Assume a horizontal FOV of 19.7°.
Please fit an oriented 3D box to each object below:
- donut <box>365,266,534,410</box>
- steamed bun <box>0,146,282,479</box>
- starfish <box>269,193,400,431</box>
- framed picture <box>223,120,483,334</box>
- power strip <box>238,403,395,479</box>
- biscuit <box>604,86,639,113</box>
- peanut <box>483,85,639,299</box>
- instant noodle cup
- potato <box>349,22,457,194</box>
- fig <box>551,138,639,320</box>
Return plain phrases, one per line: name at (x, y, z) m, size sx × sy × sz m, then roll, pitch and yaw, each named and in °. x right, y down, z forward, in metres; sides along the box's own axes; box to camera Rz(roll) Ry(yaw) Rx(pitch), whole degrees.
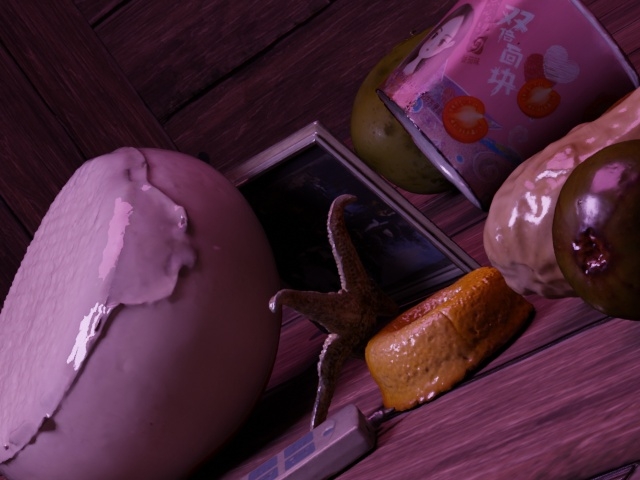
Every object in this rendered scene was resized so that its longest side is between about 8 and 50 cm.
donut at (0.102, 0.077, 1.515) m, size 0.152 × 0.058 × 0.152 m, roll -33°, pitch 5°, yaw 3°
steamed bun at (-0.174, 0.096, 1.820) m, size 0.374 × 0.241 × 0.374 m, roll -46°, pitch 31°, yaw 38°
starfish at (0.021, 0.072, 1.547) m, size 0.050 × 0.216 × 0.223 m, roll 12°, pitch -3°, yaw 34°
framed picture at (0.000, 0.000, 1.877) m, size 0.296 × 0.232 × 0.019 m, roll -27°, pitch 27°, yaw 55°
power strip at (-0.036, 0.195, 1.471) m, size 0.227 × 0.029 × 0.080 m, roll -35°, pitch 6°, yaw 2°
biscuit at (0.374, -0.147, 1.795) m, size 0.202 × 0.047 × 0.334 m, roll -41°, pitch 6°, yaw -39°
peanut at (0.255, -0.055, 1.382) m, size 0.290 × 0.130 × 0.130 m, roll -35°, pitch 6°, yaw 6°
instant noodle cup at (0.208, -0.181, 2.122) m, size 0.231 × 0.243 × 0.243 m, roll -42°, pitch 6°, yaw 0°
potato at (0.178, -0.177, 2.348) m, size 0.304 × 0.215 × 0.216 m, roll -23°, pitch 11°, yaw 22°
fig at (0.261, -0.029, 1.276) m, size 0.236 × 0.124 × 0.124 m, roll -25°, pitch 0°, yaw -33°
